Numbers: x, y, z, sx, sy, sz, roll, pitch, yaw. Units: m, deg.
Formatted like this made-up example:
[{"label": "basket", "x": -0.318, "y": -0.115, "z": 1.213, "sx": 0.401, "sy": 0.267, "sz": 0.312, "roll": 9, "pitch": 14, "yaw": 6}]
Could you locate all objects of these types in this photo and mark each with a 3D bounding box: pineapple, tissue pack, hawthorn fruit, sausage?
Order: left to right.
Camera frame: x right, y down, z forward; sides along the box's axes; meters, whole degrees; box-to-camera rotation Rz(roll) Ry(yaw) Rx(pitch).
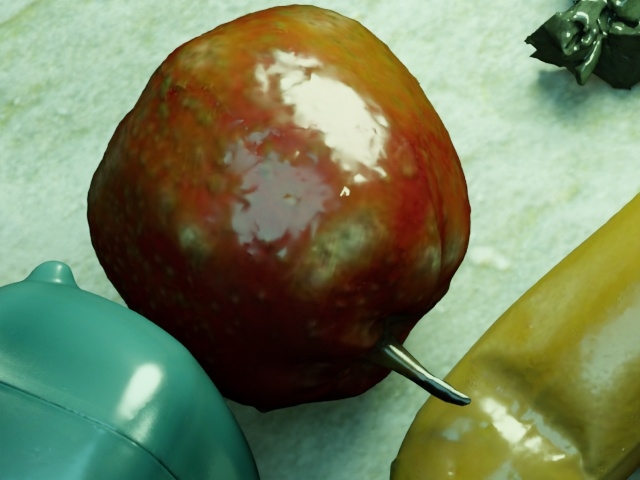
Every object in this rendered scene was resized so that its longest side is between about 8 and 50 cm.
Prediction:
[{"label": "tissue pack", "x": -0.145, "y": 0.154, "z": 1.084, "sx": 0.198, "sy": 0.287, "sz": 0.206, "roll": 19, "pitch": 67, "yaw": 23}, {"label": "hawthorn fruit", "x": 0.000, "y": 0.000, "z": 1.141, "sx": 0.300, "sy": 0.254, "sz": 0.254, "roll": 42, "pitch": 84, "yaw": 19}, {"label": "sausage", "x": 0.181, "y": 0.079, "z": 1.121, "sx": 0.354, "sy": 0.116, "sz": 0.134, "roll": -42, "pitch": 72, "yaw": 0}, {"label": "pineapple", "x": 0.228, "y": -0.218, "z": 1.239, "sx": 0.119, "sy": 0.111, "sz": 0.237, "roll": 21, "pitch": 83, "yaw": 55}]
